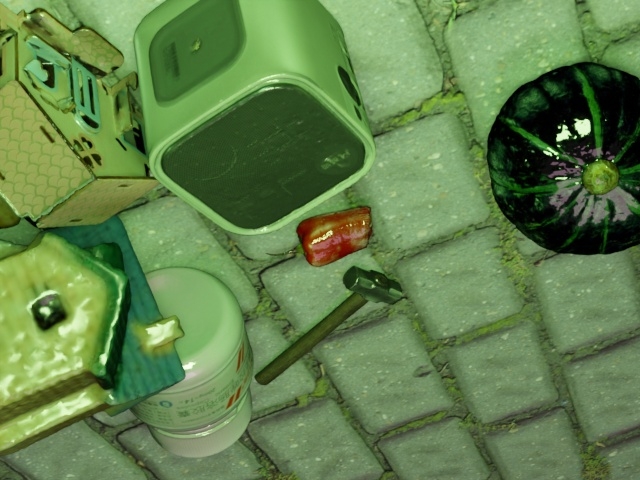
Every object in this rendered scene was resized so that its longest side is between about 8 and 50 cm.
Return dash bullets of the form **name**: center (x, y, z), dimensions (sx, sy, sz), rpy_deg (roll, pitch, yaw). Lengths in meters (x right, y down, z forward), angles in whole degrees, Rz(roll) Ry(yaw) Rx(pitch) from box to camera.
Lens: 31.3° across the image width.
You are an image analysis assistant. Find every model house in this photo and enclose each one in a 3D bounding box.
- **model house**: center (-0.393, 0.106, 1.657), dimensions (0.342, 0.335, 0.382), rpy_deg (-22, 174, -10)
- **model house**: center (-0.347, -0.150, 1.514), dimensions (0.169, 0.244, 0.326), rpy_deg (-28, 138, 22)

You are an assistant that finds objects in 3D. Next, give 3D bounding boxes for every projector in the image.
- **projector**: center (-0.091, -0.192, 1.534), dimensions (0.248, 0.249, 0.248), rpy_deg (-30, 138, 20)

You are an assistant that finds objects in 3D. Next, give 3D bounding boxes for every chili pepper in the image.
- **chili pepper**: center (0.000, 0.000, 1.922), dimensions (0.192, 0.084, 0.086), rpy_deg (-15, 108, -4)

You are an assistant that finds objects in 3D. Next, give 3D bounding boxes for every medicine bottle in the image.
- **medicine bottle**: center (-0.235, 0.219, 1.980), dimensions (0.241, 0.241, 0.302), rpy_deg (-12, 141, -3)

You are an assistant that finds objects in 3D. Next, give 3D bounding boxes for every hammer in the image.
- **hammer**: center (-0.005, 0.174, 2.158), dimensions (0.111, 0.043, 0.365), rpy_deg (21, 130, -36)

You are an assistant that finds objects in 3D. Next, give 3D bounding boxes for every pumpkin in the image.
- **pumpkin**: center (0.410, -0.118, 1.747), dimensions (0.315, 0.238, 0.315), rpy_deg (0, 112, -1)

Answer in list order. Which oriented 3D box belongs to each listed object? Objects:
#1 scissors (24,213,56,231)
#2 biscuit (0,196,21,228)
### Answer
- **scissors**: center (-0.443, -0.046, 1.777), dimensions (0.160, 0.024, 0.317), rpy_deg (-19, 142, 5)
- **biscuit**: center (-0.591, -0.092, 1.627), dimensions (0.237, 0.062, 0.291), rpy_deg (-15, 140, 18)
